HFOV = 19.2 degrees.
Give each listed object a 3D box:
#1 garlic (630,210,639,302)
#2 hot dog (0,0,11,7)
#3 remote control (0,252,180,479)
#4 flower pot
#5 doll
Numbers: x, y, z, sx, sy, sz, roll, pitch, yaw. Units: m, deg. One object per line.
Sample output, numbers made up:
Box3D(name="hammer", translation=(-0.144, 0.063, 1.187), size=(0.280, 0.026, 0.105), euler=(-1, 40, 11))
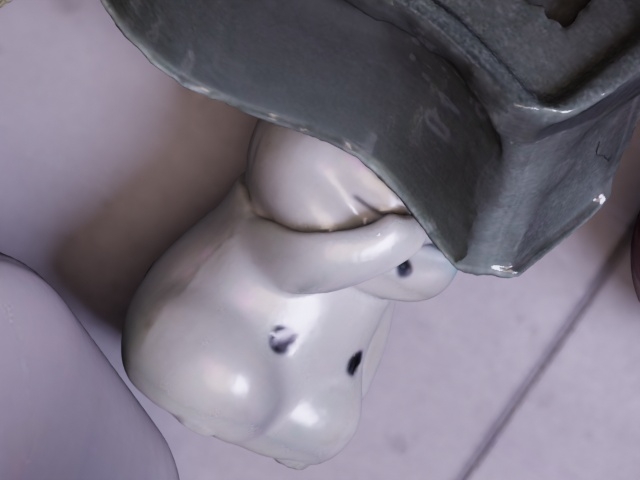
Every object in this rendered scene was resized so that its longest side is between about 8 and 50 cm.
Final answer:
Box3D(name="garlic", translation=(0.190, -0.011, 0.769), size=(0.147, 0.159, 0.102), euler=(-33, 64, -17))
Box3D(name="hot dog", translation=(-0.187, -0.180, 0.744), size=(0.066, 0.047, 0.216), euler=(-36, 104, 4))
Box3D(name="remote control", translation=(-0.152, 0.129, 0.718), size=(0.103, 0.332, 0.221), euler=(30, 72, 25))
Box3D(name="flower pot", translation=(0.015, -0.095, 0.690), size=(0.229, 0.108, 0.103), euler=(35, 63, 12))
Box3D(name="doll", translation=(-0.003, 0.007, 0.774), size=(0.110, 0.107, 0.181), euler=(28, 105, -39))
